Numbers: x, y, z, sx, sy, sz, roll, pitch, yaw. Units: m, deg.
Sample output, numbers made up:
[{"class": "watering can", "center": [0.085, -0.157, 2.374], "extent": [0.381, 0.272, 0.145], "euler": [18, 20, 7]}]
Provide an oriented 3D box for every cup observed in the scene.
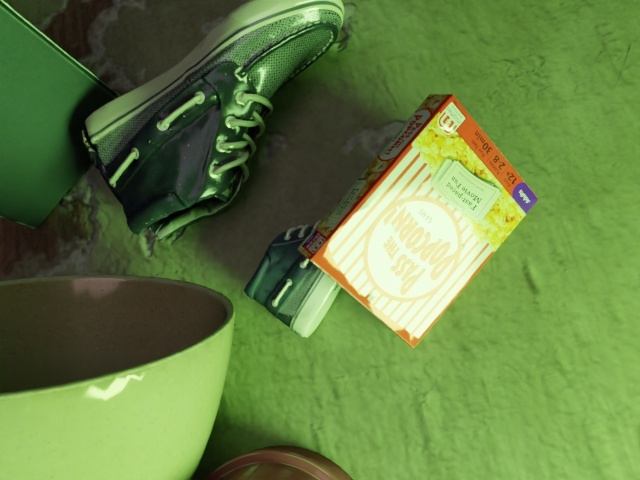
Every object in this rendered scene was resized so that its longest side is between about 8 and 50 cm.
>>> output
[{"class": "cup", "center": [-0.240, 0.179, 0.484], "extent": [0.331, 0.331, 0.237], "euler": [2, 99, 15]}]

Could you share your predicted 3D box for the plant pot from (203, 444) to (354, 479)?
[{"class": "plant pot", "center": [-0.055, 0.286, 0.454], "extent": [0.201, 0.180, 0.201], "euler": [-3, 76, 14]}]

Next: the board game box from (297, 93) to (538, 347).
[{"class": "board game box", "center": [0.096, -0.016, 0.522], "extent": [0.146, 0.045, 0.193], "euler": [41, 89, -23]}]

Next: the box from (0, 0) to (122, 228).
[{"class": "box", "center": [-0.483, -0.235, 0.640], "extent": [0.395, 0.293, 0.212], "euler": [36, 87, 20]}]

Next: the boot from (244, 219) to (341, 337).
[{"class": "boot", "center": [0.000, 0.000, 0.573], "extent": [0.086, 0.069, 0.190], "euler": [32, 86, 14]}]

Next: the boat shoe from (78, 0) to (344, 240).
[{"class": "boat shoe", "center": [-0.099, -0.132, 0.617], "extent": [0.340, 0.127, 0.158], "euler": [-30, 77, 14]}]
